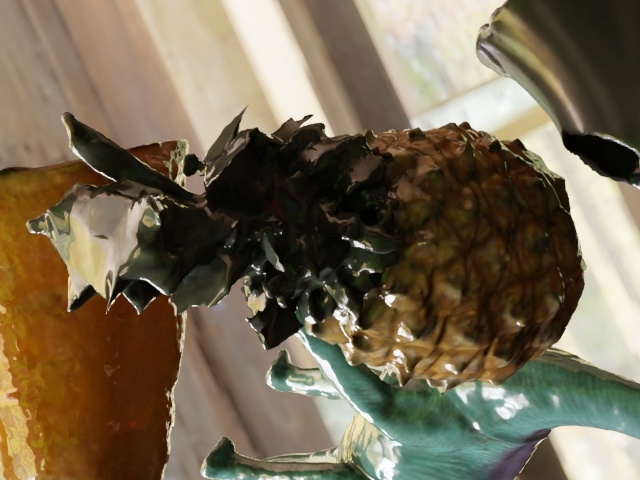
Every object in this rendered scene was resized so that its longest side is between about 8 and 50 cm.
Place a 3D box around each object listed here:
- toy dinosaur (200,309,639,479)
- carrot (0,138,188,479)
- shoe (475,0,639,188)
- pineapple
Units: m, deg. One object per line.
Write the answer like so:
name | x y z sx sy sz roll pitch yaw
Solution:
toy dinosaur | 0.107 0.141 1.163 0.129 0.331 0.383 -60 172 -33
carrot | -0.135 0.065 1.088 0.159 0.225 0.159 -10 176 -1
shoe | 0.117 -0.105 0.901 0.093 0.241 0.108 -9 165 10
pineapple | 0.000 0.001 0.854 0.248 0.128 0.128 7 159 -40
